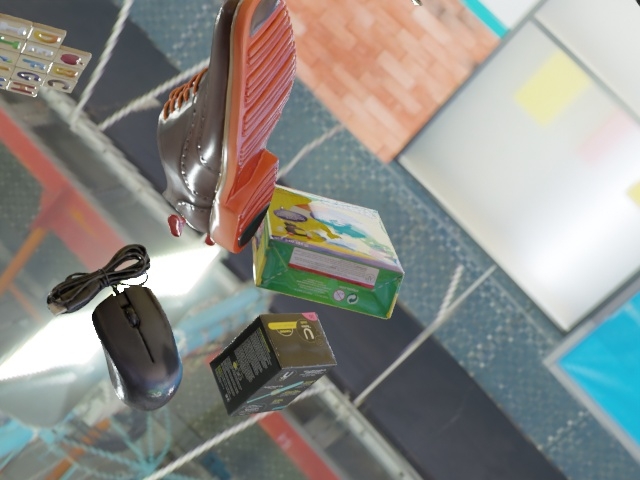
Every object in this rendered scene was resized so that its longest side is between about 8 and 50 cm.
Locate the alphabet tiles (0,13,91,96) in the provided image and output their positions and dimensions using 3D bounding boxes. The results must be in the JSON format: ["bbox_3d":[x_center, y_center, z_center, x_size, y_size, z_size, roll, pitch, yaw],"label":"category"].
[{"bbox_3d":[-0.595,-0.339,1.985,0.343,0.285,0.011,12,-110,-22],"label":"alphabet tiles"}]

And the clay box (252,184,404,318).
[{"bbox_3d":[0.000,0.000,1.084,0.128,0.053,0.222,14,-162,-10],"label":"clay box"}]

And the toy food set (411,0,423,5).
[{"bbox_3d":[0.088,-0.419,1.520,0.192,0.039,0.132,57,178,-27],"label":"toy food set"}]

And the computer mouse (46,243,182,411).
[{"bbox_3d":[-0.304,0.160,1.801,0.189,0.072,0.272,-31,-72,-25],"label":"computer mouse"}]

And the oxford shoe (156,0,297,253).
[{"bbox_3d":[-0.085,-0.096,0.872,0.098,0.271,0.097,27,-129,10],"label":"oxford shoe"}]

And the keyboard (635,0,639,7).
[{"bbox_3d":[0.338,-0.311,1.131,0.180,0.108,0.023,45,-130,-25],"label":"keyboard"}]

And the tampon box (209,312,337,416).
[{"bbox_3d":[-0.078,0.198,1.794,0.120,0.161,0.101,1,-125,-43],"label":"tampon box"}]

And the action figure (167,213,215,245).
[{"bbox_3d":[-0.142,-0.142,1.660,0.092,0.139,0.280,16,-130,4],"label":"action figure"}]
